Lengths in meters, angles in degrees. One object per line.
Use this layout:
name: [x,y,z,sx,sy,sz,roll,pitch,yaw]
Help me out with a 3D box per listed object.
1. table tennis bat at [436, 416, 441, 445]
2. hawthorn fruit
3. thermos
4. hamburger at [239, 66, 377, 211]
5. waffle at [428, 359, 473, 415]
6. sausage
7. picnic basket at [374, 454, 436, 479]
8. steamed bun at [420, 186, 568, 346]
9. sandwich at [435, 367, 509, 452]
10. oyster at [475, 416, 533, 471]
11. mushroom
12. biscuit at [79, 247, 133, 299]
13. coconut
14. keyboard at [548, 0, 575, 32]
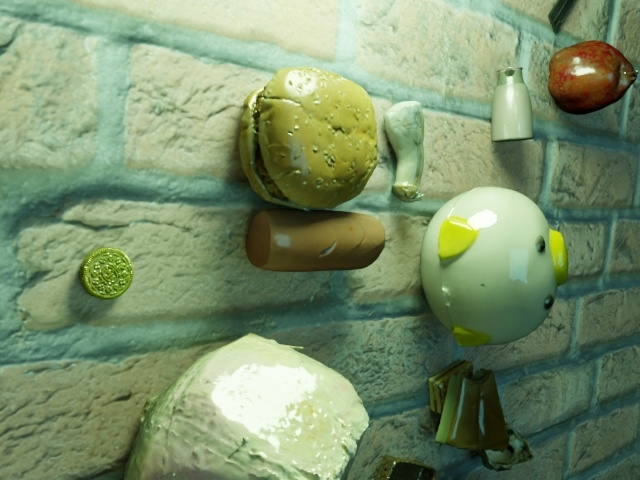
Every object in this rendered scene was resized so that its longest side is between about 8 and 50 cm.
table tennis bat: [0.328,0.511,1.628,0.050,0.007,0.083,13,87,-42]
hawthorn fruit: [0.770,-0.456,1.695,0.208,0.248,0.208,-12,109,-38]
thermos: [0.500,-0.358,1.586,0.137,0.105,0.193,-15,101,-66]
hamburger: [-0.008,-0.186,1.117,0.283,0.145,0.259,-12,94,-49]
waffle: [0.349,0.387,1.602,0.148,0.042,0.102,-20,108,-38]
sausage: [0.001,0.000,1.181,0.304,0.121,0.121,1,96,-40]
picnic basket: [0.208,0.597,1.506,0.193,0.055,0.110,30,79,-40]
steamed bun: [0.394,0.062,1.414,0.334,0.334,0.373,-29,110,-35]
sandwich: [0.425,0.444,1.588,0.245,0.063,0.212,18,84,-35]
oyster: [0.491,0.549,1.734,0.166,0.094,0.294,-37,102,-26]
mushroom: [0.193,-0.194,1.347,0.092,0.081,0.223,-31,120,-54]
biscuit: [-0.338,0.052,0.958,0.084,0.023,0.084,-6,99,-40]
coconut: [-0.132,0.345,0.981,0.405,0.405,0.404,-8,102,-40]
keyboard: [0.716,-0.696,1.765,0.067,0.011,0.202,48,66,-33]
